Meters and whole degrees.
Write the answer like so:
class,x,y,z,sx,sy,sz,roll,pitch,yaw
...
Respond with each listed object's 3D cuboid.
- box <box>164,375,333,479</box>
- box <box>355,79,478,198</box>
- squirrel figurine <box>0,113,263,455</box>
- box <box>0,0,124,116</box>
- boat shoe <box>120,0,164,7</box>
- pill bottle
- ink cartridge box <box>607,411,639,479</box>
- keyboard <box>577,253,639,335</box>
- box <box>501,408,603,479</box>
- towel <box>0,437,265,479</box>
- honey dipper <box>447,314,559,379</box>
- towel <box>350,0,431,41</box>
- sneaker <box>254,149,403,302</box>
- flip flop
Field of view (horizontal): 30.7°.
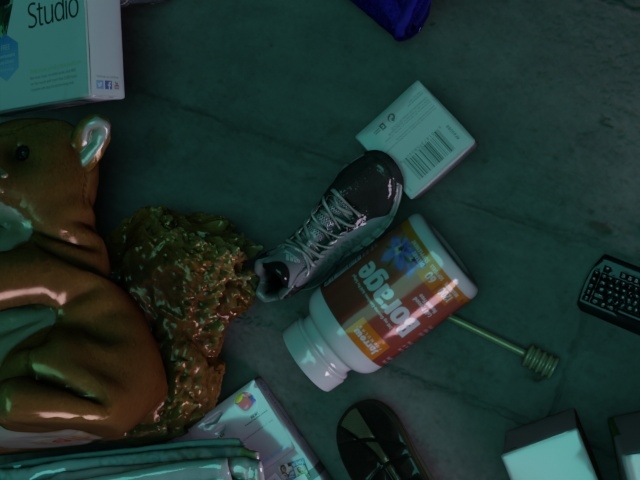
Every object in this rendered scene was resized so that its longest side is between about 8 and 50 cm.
class,x,y,z,sx,sy,sz,roll,pitch,yaw
box,-0.081,0.284,1.435,0.145,0.038,0.186,-37,86,9
box,0.114,-0.116,1.359,0.101,0.087,0.102,-42,84,9
squirrel figurine,-0.275,0.048,1.356,0.281,0.397,0.371,-28,62,52
box,-0.334,-0.318,1.398,0.232,0.058,0.322,-2,90,42
boat shoe,-0.232,-0.442,1.426,0.099,0.116,0.320,1,84,-32
pill bottle,0.066,0.077,1.358,0.216,0.121,0.121,-39,85,9
ink cartridge box,0.407,0.338,1.260,0.121,0.211,0.289,-13,91,9
keyboard,0.401,0.070,1.338,0.192,0.038,0.100,21,95,8
box,0.279,0.294,1.321,0.091,0.130,0.171,-22,88,11
towel,-0.221,0.401,1.391,0.374,0.090,0.321,-8,110,11
honey dipper,0.205,0.116,1.380,0.160,0.030,0.030,27,96,10
towel,0.006,-0.365,1.303,0.308,0.228,0.076,41,70,8
sneaker,0.000,0.000,1.323,0.086,0.132,0.229,44,126,9
flip flop,0.101,0.322,1.388,0.112,0.080,0.277,-28,72,15
